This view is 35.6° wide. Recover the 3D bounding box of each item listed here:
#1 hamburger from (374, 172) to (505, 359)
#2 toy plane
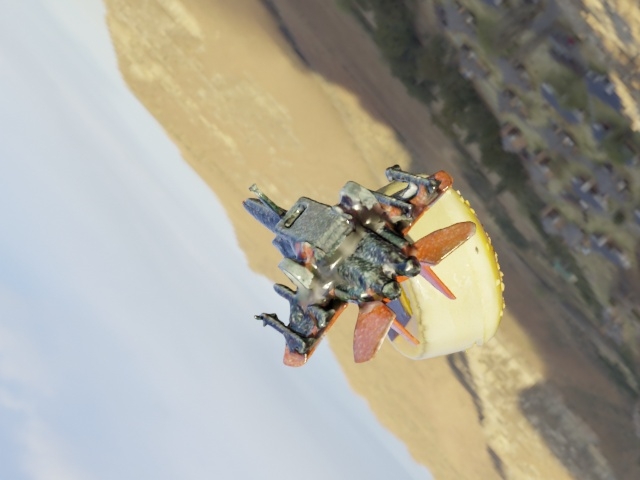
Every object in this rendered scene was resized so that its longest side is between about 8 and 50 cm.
[{"bbox_3d":[0.074,0.019,0.674,0.141,0.081,0.126,92,155,-53],"label":"hamburger"},{"bbox_3d":[-0.002,-0.002,0.539,0.189,0.130,0.061,30,168,47],"label":"toy plane"}]
